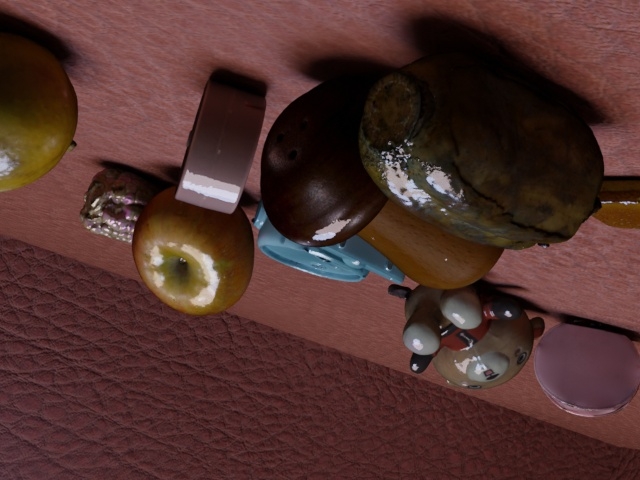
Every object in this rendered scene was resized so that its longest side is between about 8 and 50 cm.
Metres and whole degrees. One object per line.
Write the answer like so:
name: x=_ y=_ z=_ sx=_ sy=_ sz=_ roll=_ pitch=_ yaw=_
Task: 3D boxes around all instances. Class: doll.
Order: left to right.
doll: x=0.263 y=0.163 z=2.096 sx=0.330 sy=0.235 sz=0.174 roll=39 pitch=-161 yaw=-44

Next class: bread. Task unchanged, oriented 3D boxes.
bread: x=0.354 y=-0.042 z=1.327 sx=0.090 sy=0.035 sz=0.094 roll=27 pitch=165 yaw=-39

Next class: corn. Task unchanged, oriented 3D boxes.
corn: x=-0.280 y=-0.033 z=2.074 sx=0.335 sy=0.127 sz=0.126 roll=22 pitch=168 yaw=-42

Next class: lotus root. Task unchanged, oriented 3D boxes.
lotus root: x=0.151 y=-0.084 z=1.100 sx=0.274 sy=0.160 sz=0.152 roll=23 pitch=171 yaw=-41

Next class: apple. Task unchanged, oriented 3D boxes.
apple: x=-0.208 y=0.008 z=1.935 sx=0.210 sy=0.173 sz=0.235 roll=23 pitch=129 yaw=8

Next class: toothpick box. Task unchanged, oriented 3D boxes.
toothpick box: x=0.072 y=-0.055 z=1.261 sx=0.294 sy=0.192 sz=0.192 roll=26 pitch=165 yaw=-38

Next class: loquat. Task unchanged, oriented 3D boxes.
loquat: x=-0.399 y=-0.157 z=1.441 sx=0.213 sy=0.214 sz=0.246 roll=8 pitch=167 yaw=37

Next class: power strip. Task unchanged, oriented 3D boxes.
power strip: x=-0.122 y=-0.110 z=1.374 sx=0.078 sy=0.154 sz=0.154 roll=16 pitch=169 yaw=-10

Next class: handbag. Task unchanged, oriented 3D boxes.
handbag: x=0.498 y=0.240 z=2.133 sx=0.205 sy=0.179 sz=0.116 roll=11 pitch=161 yaw=10

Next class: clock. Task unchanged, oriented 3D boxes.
clock: x=0.000 y=0.000 z=1.881 sx=0.223 sy=0.094 sz=0.274 roll=25 pitch=165 yaw=-32
